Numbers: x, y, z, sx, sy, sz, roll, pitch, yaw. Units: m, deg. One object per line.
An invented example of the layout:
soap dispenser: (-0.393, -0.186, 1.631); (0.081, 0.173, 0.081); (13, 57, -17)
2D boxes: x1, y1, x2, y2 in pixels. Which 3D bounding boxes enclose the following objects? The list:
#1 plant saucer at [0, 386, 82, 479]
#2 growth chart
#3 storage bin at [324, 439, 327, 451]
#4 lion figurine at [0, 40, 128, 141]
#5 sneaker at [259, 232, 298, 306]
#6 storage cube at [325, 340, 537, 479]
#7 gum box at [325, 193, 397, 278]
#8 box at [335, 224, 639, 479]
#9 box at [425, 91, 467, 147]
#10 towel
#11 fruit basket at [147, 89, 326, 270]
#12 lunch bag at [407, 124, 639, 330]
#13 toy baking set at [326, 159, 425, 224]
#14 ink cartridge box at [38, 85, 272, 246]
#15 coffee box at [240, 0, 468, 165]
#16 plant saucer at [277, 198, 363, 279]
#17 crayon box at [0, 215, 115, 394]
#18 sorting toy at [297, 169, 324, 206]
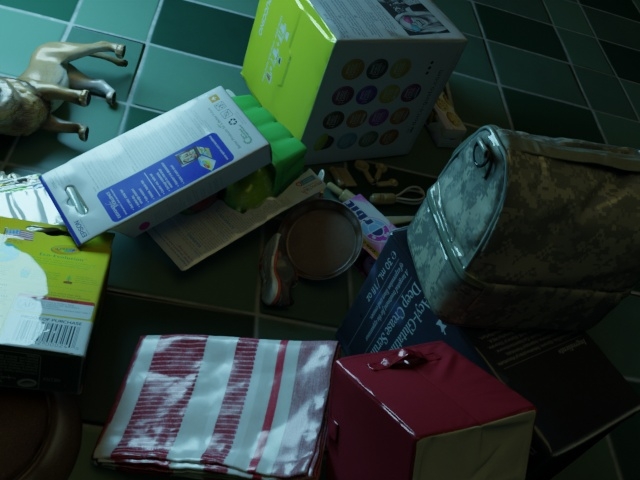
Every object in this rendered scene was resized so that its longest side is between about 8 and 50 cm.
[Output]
plant saucer: (-0.484, 0.254, 0.915); (0.310, 0.050, 0.311); (11, 47, -12)
growth chart: (-0.529, -0.062, 1.206); (0.237, 0.021, 0.172); (-7, 52, -28)
storage bin: (-0.022, 0.295, 1.035); (0.098, 0.091, 0.135); (40, 48, 15)
lion figurine: (-0.557, -0.319, 1.375); (0.240, 0.142, 0.392); (12, 31, -2)
sneaker: (-0.074, 0.060, 1.266); (0.064, 0.061, 0.158); (20, 50, -26)
storage cube: (0.132, 0.262, 0.871); (0.183, 0.215, 0.193); (-5, 20, -27)
gum box: (0.093, -0.005, 1.379); (0.107, 0.062, 0.188); (-28, 64, -39)
box: (0.240, 0.200, 1.089); (0.212, 0.293, 0.395); (-14, 55, -32)
box: (0.287, -0.377, 1.803); (0.067, 0.063, 0.324); (0, 49, -24)
towel: (-0.145, 0.234, 0.993); (0.328, 0.037, 0.237); (1, 44, 10)
fruit basket: (-0.219, -0.128, 1.333); (0.353, 0.165, 0.327); (-36, 68, -25)
lunch bag: (0.306, -0.027, 0.935); (0.305, 0.256, 0.213); (6, 47, -17)
toy baking set: (0.138, -0.104, 1.512); (0.256, 0.030, 0.196); (39, 47, 15)
ink cartridge box: (-0.287, -0.128, 1.203); (0.371, 0.069, 0.176); (-30, 63, -18)
coffee box: (0.054, -0.414, 1.546); (0.334, 0.338, 0.338); (-9, 54, -29)
plant saucer: (0.000, 0.000, 1.316); (0.168, 0.029, 0.169); (-2, 70, 7)
crayon box: (-0.435, 0.085, 1.031); (0.202, 0.081, 0.318); (10, 31, -13)
sorting toy: (-0.010, -0.109, 1.424); (0.044, 0.075, 0.083); (21, 45, -2)
